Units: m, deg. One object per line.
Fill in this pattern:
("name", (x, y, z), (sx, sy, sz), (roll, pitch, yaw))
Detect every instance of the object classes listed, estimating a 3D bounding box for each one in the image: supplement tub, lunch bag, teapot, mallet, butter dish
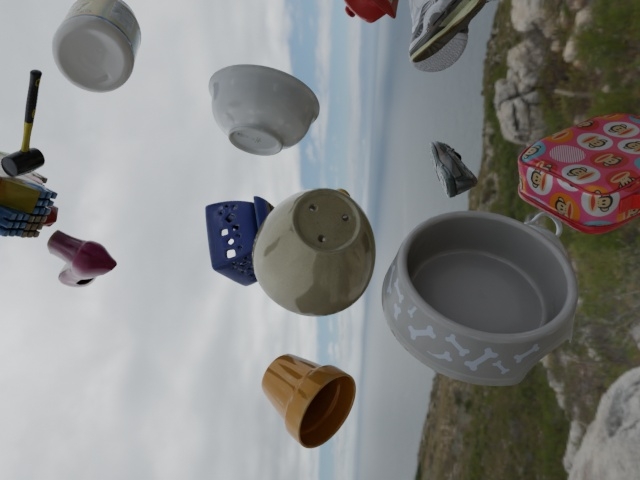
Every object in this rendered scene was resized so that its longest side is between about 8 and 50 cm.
("supplement tub", (-0.689, -0.628, 1.635), (0.316, 0.228, 0.228), (-104, 10, -48))
("lunch bag", (0.561, -0.132, 0.997), (0.258, 0.293, 0.120), (48, 157, 53))
("teapot", (0.746, 0.067, 1.776), (0.252, 0.187, 0.256), (-103, 28, -51))
("mallet", (-0.470, -0.180, 0.826), (0.062, 0.039, 0.189), (-53, -6, -49))
("butter dish", (0.110, -0.619, 1.329), (0.118, 0.160, 0.160), (-34, 31, 40))

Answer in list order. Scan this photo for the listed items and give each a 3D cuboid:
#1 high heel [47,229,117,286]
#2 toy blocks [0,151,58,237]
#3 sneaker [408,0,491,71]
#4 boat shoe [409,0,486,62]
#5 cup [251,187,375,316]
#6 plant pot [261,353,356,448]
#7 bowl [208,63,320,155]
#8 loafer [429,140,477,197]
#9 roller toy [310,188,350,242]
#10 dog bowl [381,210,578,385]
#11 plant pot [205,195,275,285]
("high heel", (-0.654, 0.094, 1.503), (0.127, 0.181, 0.377), (-63, 2, -20))
("toy blocks", (-0.646, -0.096, 1.003), (0.190, 0.261, 0.381), (-64, -6, 4))
("sneaker", (0.271, -0.529, 1.027), (0.366, 0.137, 0.210), (123, 150, -60))
("boat shoe", (0.210, -0.371, 0.895), (0.049, 0.152, 0.056), (56, -157, 9))
("cup", (0.000, 0.000, 1.297), (0.237, 0.331, 0.331), (112, 164, -66))
("plant pot", (-0.044, 0.390, 1.343), (0.205, 0.188, 0.205), (-25, -53, -38))
("bowl", (-0.156, -0.310, 1.350), (0.298, 0.298, 0.134), (80, -162, -71))
("loafer", (0.367, -0.204, 1.461), (0.267, 0.084, 0.096), (-92, -13, -55))
("roller toy", (0.040, -0.068, 1.890), (0.146, 0.191, 0.209), (-23, -86, -60))
("dog bowl", (0.286, 0.081, 0.935), (0.348, 0.349, 0.102), (-82, -6, -46))
("plant pot", (-0.226, -0.005, 1.731), (0.236, 0.212, 0.236), (43, -147, -63))
